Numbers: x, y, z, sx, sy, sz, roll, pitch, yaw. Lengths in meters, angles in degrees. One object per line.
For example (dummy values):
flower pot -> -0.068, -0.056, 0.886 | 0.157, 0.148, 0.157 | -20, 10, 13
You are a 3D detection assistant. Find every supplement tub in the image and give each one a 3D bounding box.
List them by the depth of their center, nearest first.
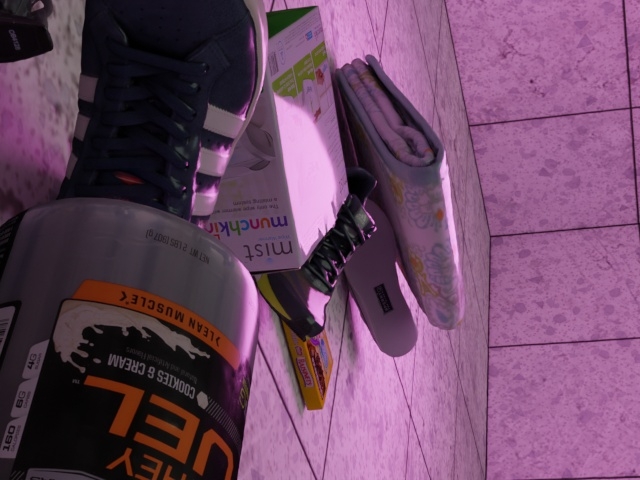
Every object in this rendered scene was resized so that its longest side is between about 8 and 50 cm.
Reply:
supplement tub -> -0.147, 0.147, 0.677 | 0.193, 0.194, 0.316 | 68, 22, -49

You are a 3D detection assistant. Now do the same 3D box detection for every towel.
towel -> 0.133, -0.087, 1.815 | 0.374, 0.090, 0.320 | -114, -175, -51

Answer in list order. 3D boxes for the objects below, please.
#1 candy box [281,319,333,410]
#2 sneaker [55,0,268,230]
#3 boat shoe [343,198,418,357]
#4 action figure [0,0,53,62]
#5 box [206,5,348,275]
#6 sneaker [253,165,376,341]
candy box -> -0.021, 0.113, 1.509 | 0.105, 0.027, 0.205 | -78, 158, -56
sneaker -> -0.123, -0.053, 0.797 | 0.350, 0.131, 0.148 | 104, 1, -50
boat shoe -> 0.084, 0.055, 1.820 | 0.267, 0.096, 0.088 | 67, -11, -15
action figure -> -0.209, -0.236, 0.768 | 0.285, 0.099, 0.185 | -85, 157, -45
box -> -0.063, -0.114, 1.225 | 0.262, 0.127, 0.231 | -60, 143, -66
sneaker -> 0.000, 0.000, 1.393 | 0.111, 0.121, 0.300 | 48, 29, -28
